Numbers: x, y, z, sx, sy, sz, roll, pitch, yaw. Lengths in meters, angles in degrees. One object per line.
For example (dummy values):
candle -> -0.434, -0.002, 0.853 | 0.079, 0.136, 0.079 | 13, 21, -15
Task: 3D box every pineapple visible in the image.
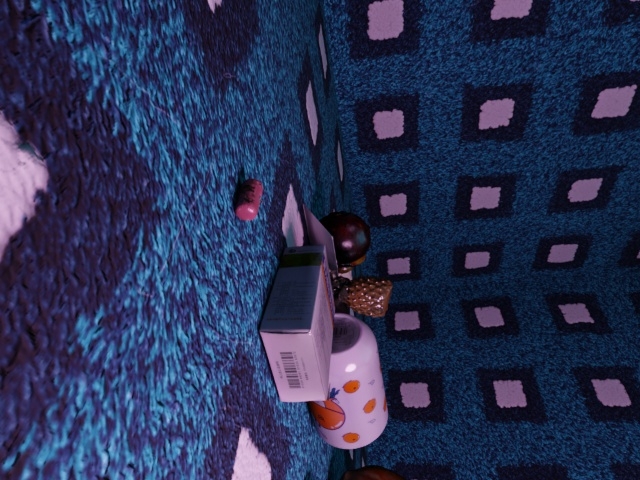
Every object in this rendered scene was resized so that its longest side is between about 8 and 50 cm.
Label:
pineapple -> 0.062, 0.131, 1.121 | 0.125, 0.251, 0.125 | 9, 90, -79

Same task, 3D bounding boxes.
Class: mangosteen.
mangosteen -> 0.069, 0.003, 1.374 | 0.210, 0.210, 0.209 | -4, 90, -81

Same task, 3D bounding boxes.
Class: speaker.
speaker -> 0.059, 0.248, 1.548 | 0.218, 0.082, 0.044 | 70, 18, -62

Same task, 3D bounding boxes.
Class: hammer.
hammer -> -0.121, -0.071, 0.719 | 0.043, 0.043, 0.083 | 76, 14, -45

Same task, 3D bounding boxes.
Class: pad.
pad -> 0.000, 0.000, 1.218 | 0.232, 0.004, 0.156 | -129, -155, -54

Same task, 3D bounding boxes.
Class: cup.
cup -> 0.058, 0.356, 1.102 | 0.212, 0.213, 0.317 | -79, 161, -58

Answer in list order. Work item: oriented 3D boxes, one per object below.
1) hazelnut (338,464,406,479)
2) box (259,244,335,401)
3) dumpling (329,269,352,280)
hazelnut -> 0.177, 0.892, 1.270 | 0.366, 0.366, 0.365 | -4, 90, -81
box -> -0.037, 0.171, 0.927 | 0.299, 0.107, 0.200 | -82, 165, -58
dumpling -> 0.057, 0.130, 1.527 | 0.199, 0.118, 0.136 | 53, 37, -19
